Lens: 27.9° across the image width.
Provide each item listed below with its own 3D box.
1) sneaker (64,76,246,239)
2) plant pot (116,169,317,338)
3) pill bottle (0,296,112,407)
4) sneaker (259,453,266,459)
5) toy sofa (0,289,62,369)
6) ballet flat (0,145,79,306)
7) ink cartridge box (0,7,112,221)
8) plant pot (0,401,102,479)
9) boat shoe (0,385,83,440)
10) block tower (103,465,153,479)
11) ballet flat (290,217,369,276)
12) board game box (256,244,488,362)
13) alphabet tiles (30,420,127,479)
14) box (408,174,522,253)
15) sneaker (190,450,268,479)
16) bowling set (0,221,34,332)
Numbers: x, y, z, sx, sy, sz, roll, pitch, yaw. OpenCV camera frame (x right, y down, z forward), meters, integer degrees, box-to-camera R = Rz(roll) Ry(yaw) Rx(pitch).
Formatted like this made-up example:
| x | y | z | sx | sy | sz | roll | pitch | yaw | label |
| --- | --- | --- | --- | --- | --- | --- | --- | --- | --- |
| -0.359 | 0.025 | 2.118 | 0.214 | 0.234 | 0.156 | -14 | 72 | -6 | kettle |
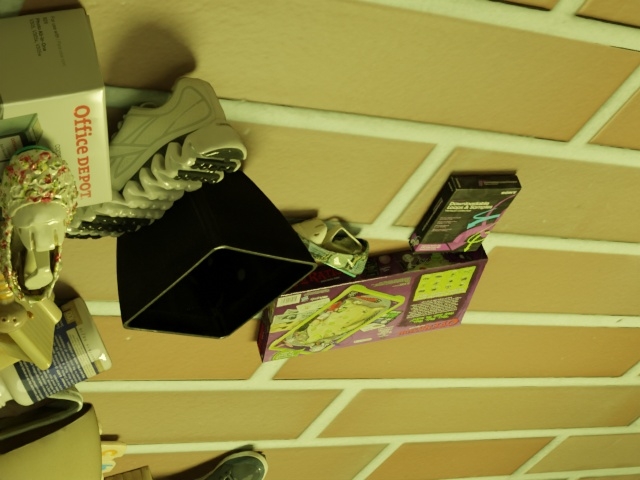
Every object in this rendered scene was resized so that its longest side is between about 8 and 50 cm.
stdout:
| x | y | z | sx | sy | sz | roll | pitch | yaw | label |
| --- | --- | --- | --- | --- | --- | --- | --- | --- | --- |
| -0.218 | -0.089 | 1.531 | 0.292 | 0.118 | 0.110 | -28 | 163 | 27 | sneaker |
| -0.151 | 0.001 | 1.639 | 0.188 | 0.167 | 0.187 | -38 | 151 | 29 | plant pot |
| -0.396 | 0.165 | 1.799 | 0.186 | 0.112 | 0.112 | -24 | 150 | -10 | pill bottle |
| -0.131 | 0.435 | 2.469 | 0.035 | 0.031 | 0.083 | 5 | 142 | -35 | sneaker |
| -0.533 | 0.136 | 1.701 | 0.362 | 0.177 | 0.150 | -26 | 124 | 12 | toy sofa |
| -0.304 | -0.008 | 1.404 | 0.091 | 0.077 | 0.241 | -8 | 151 | -18 | ballet flat |
| -0.375 | -0.120 | 1.378 | 0.289 | 0.121 | 0.211 | -11 | 149 | -14 | ink cartridge box |
| -0.447 | 0.384 | 1.938 | 0.284 | 0.191 | 0.284 | -18 | -175 | 2 | plant pot |
| -0.504 | 0.253 | 1.852 | 0.320 | 0.103 | 0.118 | -14 | 125 | -28 | boat shoe |
| -0.462 | 0.513 | 2.351 | 0.335 | 0.097 | 0.091 | -13 | 148 | -7 | block tower |
| 0.000 | 0.000 | 1.845 | 0.070 | 0.070 | 0.188 | -38 | 146 | 28 | ballet flat |
| 0.078 | 0.097 | 2.044 | 0.347 | 0.056 | 0.208 | -9 | 143 | -16 | board game box |
| -0.485 | 0.381 | 2.201 | 0.278 | 0.021 | 0.284 | 6 | 141 | -31 | alphabet tiles |
| 0.214 | -0.038 | 1.921 | 0.116 | 0.029 | 0.162 | -3 | 144 | -25 | box |
| -0.201 | 0.489 | 2.387 | 0.226 | 0.163 | 0.086 | -32 | 105 | 19 | sneaker |
| -0.489 | 0.069 | 1.465 | 0.287 | 0.200 | 0.154 | -3 | 108 | 3 | bowling set |
